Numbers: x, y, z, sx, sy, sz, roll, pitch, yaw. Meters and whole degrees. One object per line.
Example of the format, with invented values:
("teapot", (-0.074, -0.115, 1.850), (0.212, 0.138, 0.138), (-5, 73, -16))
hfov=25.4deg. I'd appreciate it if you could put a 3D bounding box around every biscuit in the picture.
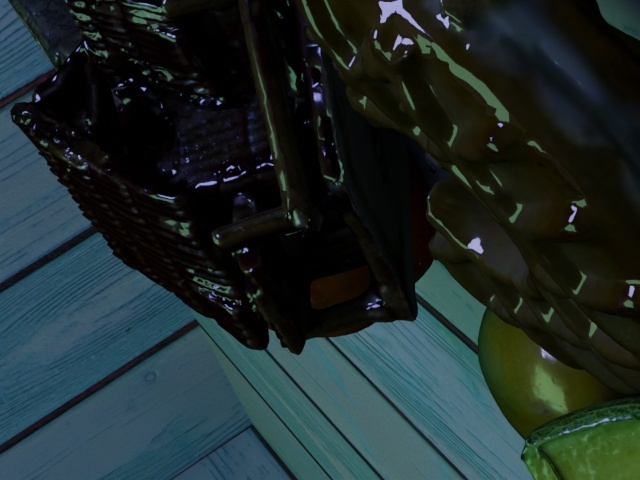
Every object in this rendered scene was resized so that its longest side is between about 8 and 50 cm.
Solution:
("biscuit", (0.130, -0.037, 0.808), (0.268, 0.115, 0.366), (38, 171, 37))

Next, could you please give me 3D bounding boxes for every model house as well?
("model house", (-0.100, -0.095, 1.055), (0.317, 0.282, 0.297), (61, -154, -43))

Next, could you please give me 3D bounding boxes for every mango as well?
("mango", (0.181, 0.105, 1.079), (0.156, 0.114, 0.251), (47, 166, 9))

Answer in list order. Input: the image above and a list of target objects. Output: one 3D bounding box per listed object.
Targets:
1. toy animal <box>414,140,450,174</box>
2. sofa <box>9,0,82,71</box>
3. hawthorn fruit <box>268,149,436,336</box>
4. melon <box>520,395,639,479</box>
("toy animal", (0.092, -0.099, 1.017), (0.150, 0.083, 0.089), (41, 116, 43))
("sofa", (-0.260, -0.304, 1.587), (0.258, 0.200, 0.182), (54, 170, 20))
("hawthorn fruit", (0.000, 0.000, 1.314), (0.211, 0.211, 0.299), (53, 166, 17))
("melon", (0.276, 0.182, 0.903), (0.169, 0.129, 0.265), (-33, 92, 35))
